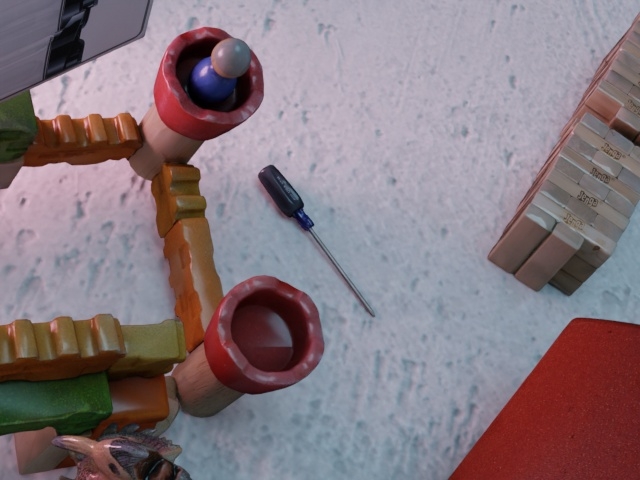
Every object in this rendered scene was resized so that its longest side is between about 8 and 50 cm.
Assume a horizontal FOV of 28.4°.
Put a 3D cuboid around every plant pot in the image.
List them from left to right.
[{"bbox_3d":[0.276,0.226,0.919,0.267,0.236,0.267,-45,110,-34],"label":"plant pot"}]

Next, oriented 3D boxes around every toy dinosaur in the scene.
[{"bbox_3d":[-0.129,0.231,0.836,0.200,0.295,0.127,29,23,-15],"label":"toy dinosaur"}]

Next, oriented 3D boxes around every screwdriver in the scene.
[{"bbox_3d":[0.000,0.000,1.145,0.170,0.024,0.025,51,28,5],"label":"screwdriver"}]

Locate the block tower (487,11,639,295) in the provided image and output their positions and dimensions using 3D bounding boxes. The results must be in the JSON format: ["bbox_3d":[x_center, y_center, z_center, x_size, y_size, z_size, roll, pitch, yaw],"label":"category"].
[{"bbox_3d":[0.285,-0.091,1.256,0.091,0.097,0.335,34,57,2],"label":"block tower"}]

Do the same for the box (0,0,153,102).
[{"bbox_3d":[-0.230,-0.156,0.776,0.290,0.169,0.087,-33,72,-35],"label":"box"}]

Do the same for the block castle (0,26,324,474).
[{"bbox_3d":[-0.238,0.000,0.897,0.453,0.213,0.303,-3,70,-29],"label":"block castle"}]
